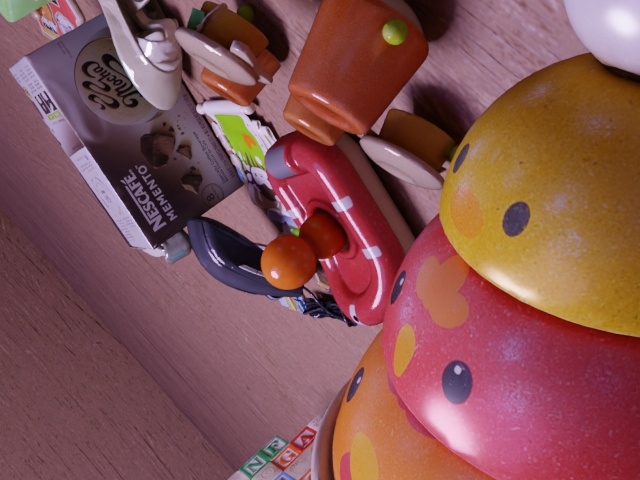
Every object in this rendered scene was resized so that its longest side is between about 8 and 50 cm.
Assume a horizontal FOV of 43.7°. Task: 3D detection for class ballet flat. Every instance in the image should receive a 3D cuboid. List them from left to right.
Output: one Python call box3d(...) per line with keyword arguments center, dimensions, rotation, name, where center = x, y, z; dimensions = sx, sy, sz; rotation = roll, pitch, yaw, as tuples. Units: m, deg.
box3d(center=(-0.220, -0.276, 0.975), dimensions=(0.086, 0.086, 0.248), rotation=(15, 136, 54), name="ballet flat")
box3d(center=(-0.328, -0.012, 1.540), dimensions=(0.213, 0.068, 0.072), rotation=(26, 146, 45), name="ballet flat")

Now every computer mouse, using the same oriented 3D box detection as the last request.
box3d(center=(-0.061, 0.055, 1.064), dimensions=(0.262, 0.060, 0.184), rotation=(35, 162, -25), name="computer mouse")

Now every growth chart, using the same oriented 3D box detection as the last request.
box3d(center=(-0.073, -0.086, 1.045), dimensions=(0.237, 0.021, 0.172), rotation=(59, 156, -16), name="growth chart")

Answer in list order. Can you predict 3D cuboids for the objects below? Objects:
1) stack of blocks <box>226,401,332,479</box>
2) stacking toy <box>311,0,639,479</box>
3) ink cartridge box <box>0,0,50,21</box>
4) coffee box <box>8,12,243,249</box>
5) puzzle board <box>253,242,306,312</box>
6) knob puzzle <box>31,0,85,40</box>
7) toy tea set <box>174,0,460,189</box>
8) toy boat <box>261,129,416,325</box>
box3d(center=(-0.025, 0.381, 1.274), dimensions=(0.171, 0.297, 0.087), rotation=(13, 138, 56), name="stack of blocks")
box3d(center=(0.172, 0.006, 0.494), dimensions=(0.351, 0.351, 0.480), rotation=(30, 130, 40), name="stacking toy")
box3d(center=(-0.433, -0.453, 1.044), dimensions=(0.198, 0.115, 0.273), rotation=(50, 156, 3), name="ink cartridge box")
box3d(center=(-0.263, -0.153, 1.104), dimensions=(0.119, 0.168, 0.297), rotation=(3, 127, 59), name="coffee box")
box3d(center=(-0.066, 0.061, 1.250), dimensions=(0.096, 0.011, 0.128), rotation=(9, 132, 56), name="puzzle board")
box3d(center=(-0.436, -0.378, 1.262), dimensions=(0.213, 0.030, 0.213), rotation=(40, 154, 25), name="knob puzzle")
box3d(center=(-0.007, -0.175, 0.737), dimensions=(0.336, 0.124, 0.200), rotation=(29, 177, 35), name="toy tea set")
box3d(center=(0.000, 0.000, 0.873), dimensions=(0.231, 0.151, 0.151), rotation=(57, 156, -12), name="toy boat")
